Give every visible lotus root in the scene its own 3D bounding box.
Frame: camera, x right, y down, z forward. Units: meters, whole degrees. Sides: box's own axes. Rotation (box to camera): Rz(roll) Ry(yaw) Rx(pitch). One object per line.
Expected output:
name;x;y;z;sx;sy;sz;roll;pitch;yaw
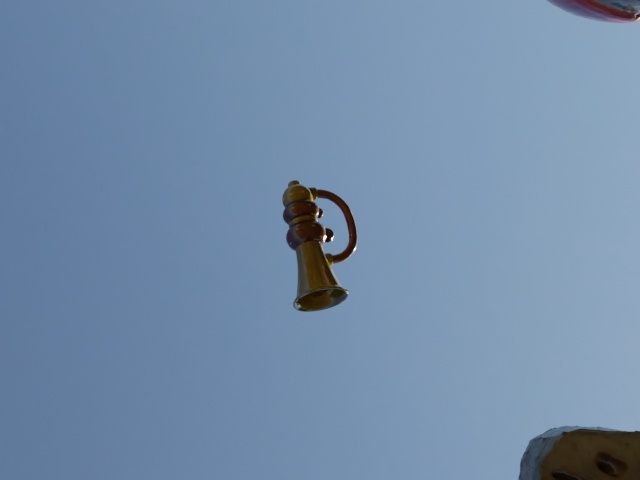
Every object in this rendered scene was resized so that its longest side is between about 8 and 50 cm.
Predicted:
lotus root;0.204;0.170;1.307;0.143;0.144;0.070;-2;-98;-18

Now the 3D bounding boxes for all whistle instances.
whistle;0.000;-0.001;1.442;0.057;0.046;0.109;-9;-114;5

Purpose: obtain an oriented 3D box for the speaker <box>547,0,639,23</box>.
speaker;0.298;-0.353;1.681;0.294;0.294;0.294;20;-131;-25
